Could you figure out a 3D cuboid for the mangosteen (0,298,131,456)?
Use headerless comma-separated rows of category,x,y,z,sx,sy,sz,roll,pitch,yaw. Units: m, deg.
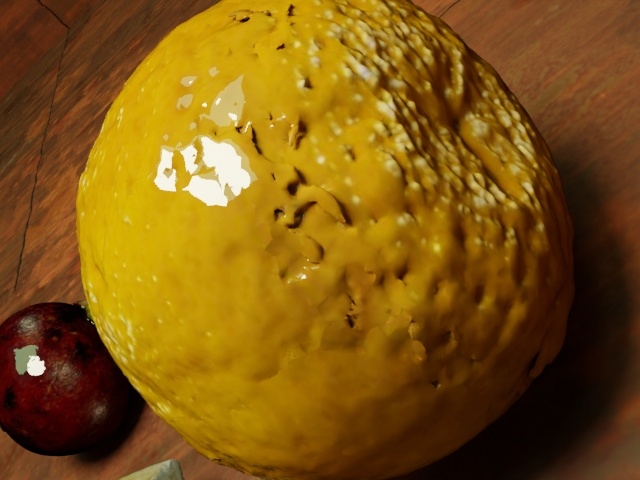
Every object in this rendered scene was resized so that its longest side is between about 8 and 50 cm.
mangosteen,-0.276,0.143,0.819,0.199,0.200,0.200,-28,40,27

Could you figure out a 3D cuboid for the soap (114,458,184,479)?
soap,-0.234,0.308,0.636,0.274,0.089,0.173,-30,15,27

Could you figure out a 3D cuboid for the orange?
orange,0.000,0.000,0.509,0.293,0.340,0.341,-38,34,42
